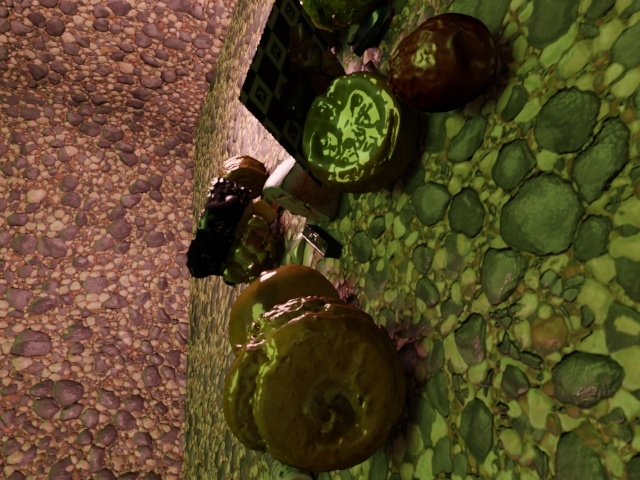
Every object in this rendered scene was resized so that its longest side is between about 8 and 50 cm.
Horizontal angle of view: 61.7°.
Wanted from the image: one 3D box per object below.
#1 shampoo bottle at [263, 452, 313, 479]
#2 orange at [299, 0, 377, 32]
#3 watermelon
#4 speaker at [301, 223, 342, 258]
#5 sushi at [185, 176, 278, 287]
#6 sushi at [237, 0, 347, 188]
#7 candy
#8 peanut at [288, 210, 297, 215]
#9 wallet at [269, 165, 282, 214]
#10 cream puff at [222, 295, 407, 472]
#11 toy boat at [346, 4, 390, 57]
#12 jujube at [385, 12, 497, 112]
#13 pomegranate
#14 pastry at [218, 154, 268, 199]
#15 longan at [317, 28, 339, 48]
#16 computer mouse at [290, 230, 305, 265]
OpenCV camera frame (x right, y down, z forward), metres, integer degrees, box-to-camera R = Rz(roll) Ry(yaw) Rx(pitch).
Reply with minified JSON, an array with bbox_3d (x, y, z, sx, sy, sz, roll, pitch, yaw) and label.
[{"bbox_3d":[-0.107,0.572,1.438,0.303,0.092,0.092,-147,68,-65],"label":"shampoo bottle"},{"bbox_3d":[0.051,-0.678,1.325,0.301,0.223,0.301,8,103,46],"label":"orange"},{"bbox_3d":[-0.011,-0.155,1.444,0.261,0.201,0.213,-42,12,-19],"label":"watermelon"},{"bbox_3d":[0.000,0.000,1.442,0.191,0.046,0.040,-138,58,-64],"label":"speaker"},{"bbox_3d":[-0.290,-0.029,1.866,0.329,0.285,0.328,-84,15,-48],"label":"sushi"},{"bbox_3d":[-0.016,-0.360,1.245,0.064,0.343,0.360,-2,61,33],"label":"sushi"},{"bbox_3d":[0.080,-0.226,1.126,0.259,0.118,0.260,-3,85,32],"label":"candy"},{"bbox_3d":[-0.056,-0.147,1.587,0.076,0.076,0.152,23,98,67],"label":"peanut"},{"bbox_3d":[-0.157,-0.177,1.899,0.095,0.026,0.176,-48,40,49],"label":"wallet"},{"bbox_3d":[-0.013,0.265,1.014,0.231,0.342,0.327,-149,44,-76],"label":"cream puff"},{"bbox_3d":[0.126,-0.519,1.314,0.141,0.060,0.055,-45,42,45],"label":"toy boat"},{"bbox_3d":[0.200,-0.300,0.936,0.236,0.168,0.168,-168,86,-72],"label":"jujube"},{"bbox_3d":[-0.077,0.203,1.279,0.307,0.307,0.308,-172,90,-67],"label":"pomegranate"},{"bbox_3d":[-0.292,-0.234,2.038,0.189,0.188,0.103,-60,36,41],"label":"pastry"},{"bbox_3d":[-0.037,-0.630,1.556,0.220,0.196,0.197,127,144,-51],"label":"longan"},{"bbox_3d":[-0.073,0.025,1.621,0.056,0.032,0.110,-171,90,-67],"label":"computer mouse"}]
